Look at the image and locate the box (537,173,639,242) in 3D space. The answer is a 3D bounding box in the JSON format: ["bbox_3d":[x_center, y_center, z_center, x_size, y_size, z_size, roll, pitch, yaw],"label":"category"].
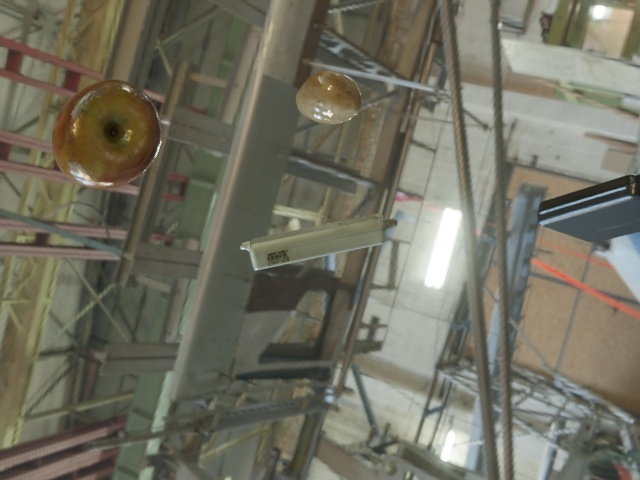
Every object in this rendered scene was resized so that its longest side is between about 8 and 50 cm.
[{"bbox_3d":[0.517,-0.053,1.352,0.160,0.230,0.050,16,-108,-25],"label":"box"}]

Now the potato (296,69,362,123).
[{"bbox_3d":[0.015,-0.282,1.507,0.112,0.147,0.112,-2,-88,-46],"label":"potato"}]

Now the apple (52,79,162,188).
[{"bbox_3d":[-0.444,-0.215,1.573,0.234,0.173,0.211,-33,-76,-31],"label":"apple"}]

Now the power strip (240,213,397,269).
[{"bbox_3d":[0.000,0.000,1.618,0.098,0.338,0.058,-125,24,-80],"label":"power strip"}]
